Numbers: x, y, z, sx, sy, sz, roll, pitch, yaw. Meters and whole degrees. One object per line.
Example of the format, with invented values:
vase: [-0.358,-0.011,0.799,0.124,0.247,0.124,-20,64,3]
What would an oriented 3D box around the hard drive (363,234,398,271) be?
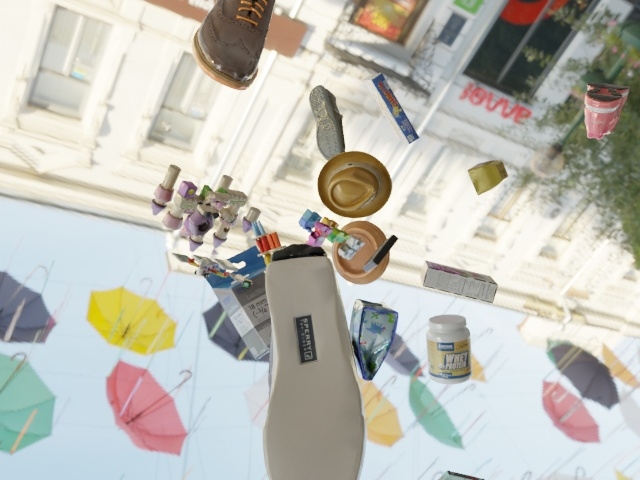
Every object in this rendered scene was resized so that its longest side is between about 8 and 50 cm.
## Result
hard drive: [0.160,0.036,1.755,0.022,0.094,0.135,39,167,2]

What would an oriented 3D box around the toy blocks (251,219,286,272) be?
toy blocks: [-0.142,0.009,1.815,0.054,0.123,0.148,-20,-90,-31]

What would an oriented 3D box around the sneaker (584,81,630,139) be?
sneaker: [0.798,-0.370,1.863,0.116,0.136,0.314,15,-153,26]

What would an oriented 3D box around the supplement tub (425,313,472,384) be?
supplement tub: [0.418,0.352,2.128,0.144,0.200,0.144,-5,-172,1]

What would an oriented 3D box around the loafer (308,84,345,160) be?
loafer: [0.037,-0.347,1.949,0.087,0.094,0.251,5,-113,-43]

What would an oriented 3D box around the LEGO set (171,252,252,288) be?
LEGO set: [-0.280,0.067,1.777,0.182,0.060,0.244,12,-170,-35]

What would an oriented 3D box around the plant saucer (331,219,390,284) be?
plant saucer: [0.116,0.037,1.996,0.200,0.200,0.037,44,-159,23]

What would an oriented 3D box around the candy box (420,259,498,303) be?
candy box: [0.454,0.134,2.161,0.233,0.071,0.159,14,-172,3]

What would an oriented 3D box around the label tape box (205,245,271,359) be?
label tape box: [-0.186,0.172,2.082,0.240,0.106,0.334,-28,-100,-39]

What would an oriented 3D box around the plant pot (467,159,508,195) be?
plant pot: [0.488,-0.187,1.878,0.081,0.083,0.081,-30,-82,-47]

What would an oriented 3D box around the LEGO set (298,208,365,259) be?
LEGO set: [0.000,0.000,1.443,0.087,0.093,0.227,42,-170,27]

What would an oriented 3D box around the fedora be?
fedora: [0.082,-0.129,1.639,0.194,0.194,0.079,30,-155,-3]

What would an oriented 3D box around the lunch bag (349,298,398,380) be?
lunch bag: [0.101,0.207,1.370,0.096,0.151,0.129,8,-177,-4]

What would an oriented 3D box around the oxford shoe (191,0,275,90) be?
oxford shoe: [-0.152,-0.413,1.217,0.130,0.133,0.364,20,-139,-22]

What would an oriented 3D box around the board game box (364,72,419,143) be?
board game box: [0.193,-0.362,1.791,0.201,0.035,0.136,57,-177,-15]

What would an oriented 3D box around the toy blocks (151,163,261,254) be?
toy blocks: [-0.394,-0.057,2.183,0.288,0.260,0.309,8,-151,-46]

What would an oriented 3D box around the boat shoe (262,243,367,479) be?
boat shoe: [-0.001,0.185,0.845,0.127,0.158,0.340,-6,-116,8]

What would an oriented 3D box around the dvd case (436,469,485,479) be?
dvd case: [0.314,0.573,1.516,0.119,0.087,0.013,22,-152,-28]
